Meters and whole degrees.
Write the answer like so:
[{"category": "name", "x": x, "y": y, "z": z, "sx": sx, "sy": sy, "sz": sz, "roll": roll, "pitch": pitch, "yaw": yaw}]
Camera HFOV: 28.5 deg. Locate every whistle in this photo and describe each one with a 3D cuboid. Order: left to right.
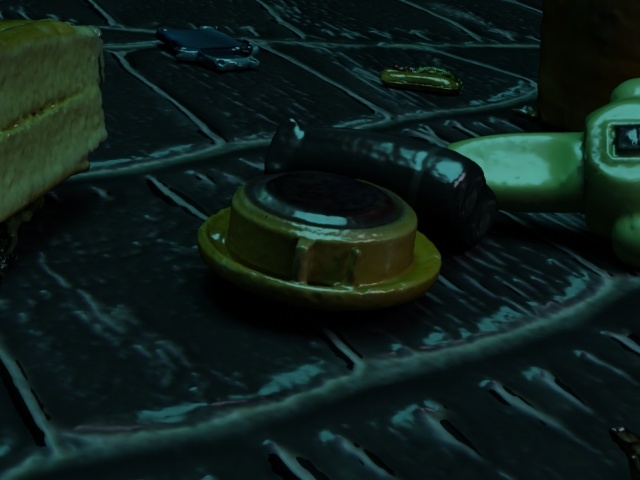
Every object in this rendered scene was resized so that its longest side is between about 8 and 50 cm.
[{"category": "whistle", "x": 0.237, "y": -0.039, "z": 0.848, "sx": 0.294, "sy": 0.141, "sz": 0.141, "roll": -6, "pitch": 16, "yaw": 23}]

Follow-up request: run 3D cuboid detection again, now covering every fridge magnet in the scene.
[{"category": "fridge magnet", "x": 0.000, "y": 0.000, "z": 0.731, "sx": 0.143, "sy": 0.063, "sz": 0.143, "roll": 6, "pitch": 22, "yaw": -2}]

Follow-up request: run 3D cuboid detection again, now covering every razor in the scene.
[{"category": "razor", "x": 0.038, "y": -0.038, "z": 0.825, "sx": 0.148, "sy": 0.054, "sz": 0.090, "roll": 14, "pitch": -18, "yaw": 25}]

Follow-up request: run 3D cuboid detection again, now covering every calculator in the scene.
[{"category": "calculator", "x": -0.113, "y": -0.197, "z": 1.290, "sx": 0.094, "sy": 0.019, "sz": 0.141, "roll": -8, "pitch": 26, "yaw": -29}]

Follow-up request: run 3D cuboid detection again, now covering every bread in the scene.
[{"category": "bread", "x": -0.279, "y": -0.074, "z": 0.769, "sx": 0.239, "sy": 0.111, "sz": 0.246, "roll": 2, "pitch": 17, "yaw": 15}]

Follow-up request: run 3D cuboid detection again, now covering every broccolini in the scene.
[{"category": "broccolini", "x": -0.195, "y": -0.007, "z": 0.761, "sx": 0.035, "sy": 0.030, "sz": 0.140, "roll": 2, "pitch": 18, "yaw": -2}]

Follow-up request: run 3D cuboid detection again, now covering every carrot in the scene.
[{"category": "carrot", "x": 0.301, "y": -0.247, "z": 1.075, "sx": 0.224, "sy": 0.341, "sz": 0.224, "roll": 6, "pitch": 25, "yaw": -3}]

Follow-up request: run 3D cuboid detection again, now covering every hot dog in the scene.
[{"category": "hot dog", "x": 0.099, "y": -0.159, "z": 1.234, "sx": 0.083, "sy": 0.021, "sz": 0.037, "roll": 7, "pitch": 22, "yaw": 8}]

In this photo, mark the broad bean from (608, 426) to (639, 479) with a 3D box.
[{"category": "broad bean", "x": 0.259, "y": 0.105, "z": 0.524, "sx": 0.325, "sy": 0.067, "sz": 0.075, "roll": -2, "pitch": -19, "yaw": -14}]
